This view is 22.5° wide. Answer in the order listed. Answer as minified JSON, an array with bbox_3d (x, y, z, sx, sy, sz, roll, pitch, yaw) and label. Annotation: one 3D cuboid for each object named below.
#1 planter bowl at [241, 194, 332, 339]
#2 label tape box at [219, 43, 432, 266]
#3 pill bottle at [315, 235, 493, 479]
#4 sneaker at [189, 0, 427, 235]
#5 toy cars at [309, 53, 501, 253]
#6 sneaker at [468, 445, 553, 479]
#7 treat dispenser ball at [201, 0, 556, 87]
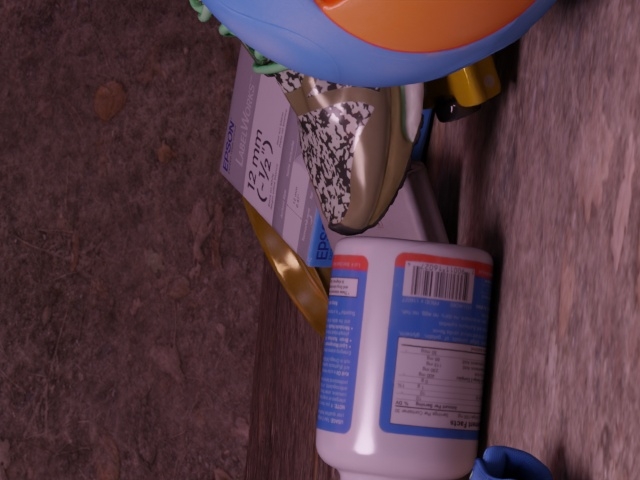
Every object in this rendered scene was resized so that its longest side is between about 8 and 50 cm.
[{"bbox_3d":[0.000,0.000,1.808,0.217,0.090,0.217,57,168,19],"label":"planter bowl"},{"bbox_3d":[-0.019,-0.158,1.655,0.348,0.115,0.249,43,129,51],"label":"label tape box"},{"bbox_3d":[0.061,0.112,1.208,0.124,0.124,0.221,158,119,-82],"label":"pill bottle"},{"bbox_3d":[-0.050,-0.196,1.206,0.158,0.182,0.410,-8,96,65],"label":"sneaker"},{"bbox_3d":[0.082,-0.091,1.351,0.176,0.087,0.393,55,155,27],"label":"toy cars"},{"bbox_3d":[0.109,0.198,0.995,0.240,0.091,0.126,124,170,-77],"label":"sneaker"},{"bbox_3d":[0.037,-0.241,1.012,0.288,0.288,0.288,-174,90,-83],"label":"treat dispenser ball"}]
